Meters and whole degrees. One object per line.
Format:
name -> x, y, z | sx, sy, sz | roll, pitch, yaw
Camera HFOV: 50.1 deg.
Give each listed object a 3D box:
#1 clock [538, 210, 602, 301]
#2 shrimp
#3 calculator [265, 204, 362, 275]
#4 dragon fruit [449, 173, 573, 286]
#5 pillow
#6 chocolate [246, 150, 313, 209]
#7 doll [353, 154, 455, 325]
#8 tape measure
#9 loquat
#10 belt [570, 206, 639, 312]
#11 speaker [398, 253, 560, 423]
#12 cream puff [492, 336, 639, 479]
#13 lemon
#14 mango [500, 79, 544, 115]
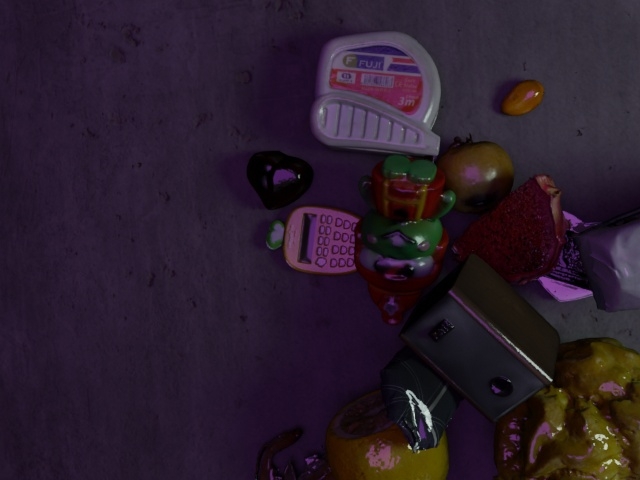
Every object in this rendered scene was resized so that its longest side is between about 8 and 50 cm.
clock -> 0.487, 0.037, 1.319 | 0.198, 0.064, 0.172 | 18, 96, 12
shrimp -> -0.044, 0.479, 1.468 | 0.173, 0.058, 0.253 | 39, 101, 17
calculator -> 0.000, 0.000, 1.443 | 0.234, 0.032, 0.146 | 8, 94, 11
dragon fruit -> 0.383, -0.002, 1.276 | 0.161, 0.126, 0.274 | 59, 140, 15
pillow -> 0.206, 0.260, 1.266 | 0.161, 0.335, 0.092 | 47, 124, 10
chocolate -> -0.101, -0.127, 1.435 | 0.148, 0.080, 0.125 | 22, 97, 9
doll -> 0.155, 0.011, 1.335 | 0.182, 0.160, 0.363 | 7, 116, 7
tape measure -> 0.117, -0.277, 1.357 | 0.258, 0.130, 0.265 | 7, 89, 9
loquat -> 0.294, -0.124, 1.316 | 0.163, 0.137, 0.163 | 6, 108, 20
belt -> 0.655, -0.009, 1.148 | 0.436, 0.300, 0.173 | -21, 88, -4
speaker -> 0.289, 0.172, 1.224 | 0.231, 0.192, 0.153 | 43, 122, 1
cream puff -> 0.445, 0.335, 1.201 | 0.257, 0.324, 0.291 | -11, 82, -28
lemon -> 0.139, 0.422, 1.329 | 0.240, 0.240, 0.219 | -21, 102, 13
mango -> 0.393, -0.276, 1.336 | 0.089, 0.046, 0.060 | -29, 84, 25
